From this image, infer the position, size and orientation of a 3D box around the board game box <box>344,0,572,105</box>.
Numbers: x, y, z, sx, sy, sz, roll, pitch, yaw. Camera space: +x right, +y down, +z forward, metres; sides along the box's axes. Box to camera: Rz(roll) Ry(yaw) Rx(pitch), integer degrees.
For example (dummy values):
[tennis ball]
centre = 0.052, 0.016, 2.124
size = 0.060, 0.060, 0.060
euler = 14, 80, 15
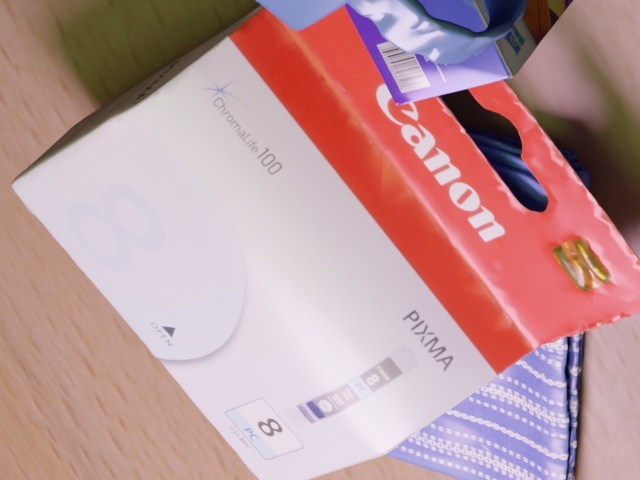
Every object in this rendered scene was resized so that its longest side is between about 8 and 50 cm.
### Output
[board game box]
centre = 0.043, -0.281, 1.036
size = 0.078, 0.233, 0.347
euler = -11, 118, 39

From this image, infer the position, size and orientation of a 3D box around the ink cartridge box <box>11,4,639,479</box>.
[ink cartridge box]
centre = 0.000, 0.000, 1.360
size = 0.308, 0.091, 0.385
euler = 52, 141, -11

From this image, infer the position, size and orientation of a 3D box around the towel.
[towel]
centre = 0.074, 0.049, 1.433
size = 0.243, 0.040, 0.336
euler = 17, 133, 24

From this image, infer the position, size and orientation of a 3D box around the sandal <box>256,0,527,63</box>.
[sandal]
centre = -0.024, -0.155, 0.931
size = 0.317, 0.126, 0.138
euler = 12, 134, 29
